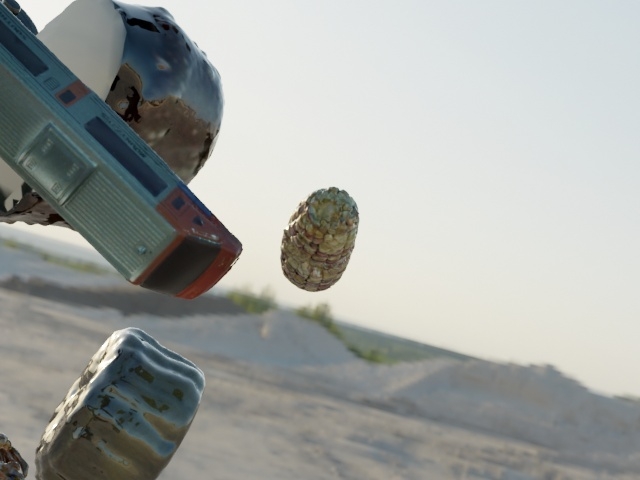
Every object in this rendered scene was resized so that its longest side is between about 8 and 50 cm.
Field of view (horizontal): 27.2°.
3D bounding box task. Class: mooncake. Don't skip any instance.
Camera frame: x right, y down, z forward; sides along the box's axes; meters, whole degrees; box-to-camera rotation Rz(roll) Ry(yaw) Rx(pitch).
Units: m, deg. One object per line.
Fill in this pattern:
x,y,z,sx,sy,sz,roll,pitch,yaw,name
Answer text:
-0.310,0.277,2.000,0.161,0.290,0.290,37,-8,-12,mooncake

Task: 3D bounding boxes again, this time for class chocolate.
-0.246,-0.128,1.580,0.210,0.225,0.340,20,-45,-38,chocolate

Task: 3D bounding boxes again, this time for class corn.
0.000,0.000,1.717,0.098,0.098,0.290,15,-14,-2,corn

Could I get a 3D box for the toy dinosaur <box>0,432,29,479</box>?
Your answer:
-0.465,0.215,1.647,0.432,0.097,0.208,44,-30,28,toy dinosaur

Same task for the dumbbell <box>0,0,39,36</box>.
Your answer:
-0.556,-0.278,2.108,0.192,0.290,0.192,29,36,-23,dumbbell

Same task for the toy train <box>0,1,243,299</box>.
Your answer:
-0.243,-0.098,1.180,0.409,0.086,0.089,45,29,-4,toy train
